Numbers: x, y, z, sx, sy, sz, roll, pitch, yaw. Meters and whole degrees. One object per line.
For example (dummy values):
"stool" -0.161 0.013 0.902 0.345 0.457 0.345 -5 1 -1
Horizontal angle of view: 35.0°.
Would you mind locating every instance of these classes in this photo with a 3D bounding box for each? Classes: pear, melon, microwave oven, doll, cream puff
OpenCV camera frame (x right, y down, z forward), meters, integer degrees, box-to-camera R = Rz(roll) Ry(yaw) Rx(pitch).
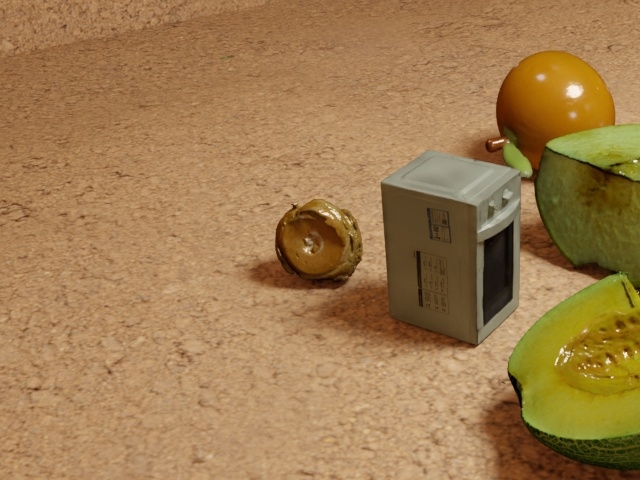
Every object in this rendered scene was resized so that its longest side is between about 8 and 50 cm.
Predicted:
"pear" 0.475 -0.059 1.452 0.292 0.159 0.292 -1 30 1
"melon" 0.306 0.174 1.099 0.169 0.129 0.265 -23 29 14
"microwave oven" 0.172 0.005 1.323 0.162 0.208 0.122 17 35 35
"doll" 0.368 -0.202 1.700 0.236 0.213 0.213 -28 34 -16
"cream puff" 0.000 0.000 1.471 0.133 0.119 0.104 23 11 -3
